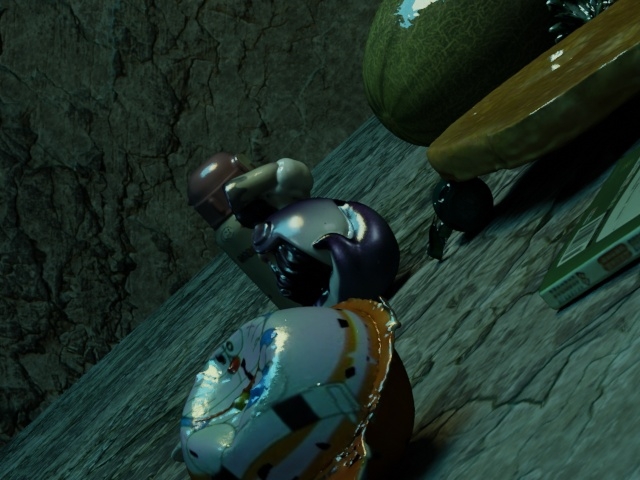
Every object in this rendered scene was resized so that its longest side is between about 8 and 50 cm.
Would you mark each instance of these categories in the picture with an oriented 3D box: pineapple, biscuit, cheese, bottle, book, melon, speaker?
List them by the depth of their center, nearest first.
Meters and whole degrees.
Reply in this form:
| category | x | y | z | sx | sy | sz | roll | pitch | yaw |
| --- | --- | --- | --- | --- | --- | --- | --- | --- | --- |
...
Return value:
| category | x | y | z | sx | sy | sz | roll | pitch | yaw |
| --- | --- | --- | --- | --- | --- | --- | --- | --- | --- |
| cheese | -0.011 | 0.153 | 1.223 | 0.217 | 0.129 | 0.329 | -47 | 23 | 19 |
| book | 0.286 | -0.065 | 1.257 | 0.264 | 0.027 | 0.202 | -38 | 7 | 43 |
| biscuit | 0.288 | -0.175 | 1.707 | 0.385 | 0.062 | 0.365 | -36 | 7 | -14 |
| speaker | 0.136 | -0.029 | 1.790 | 0.094 | 0.060 | 0.075 | -43 | 5 | 3 |
| pineapple | 0.348 | -0.282 | 1.962 | 0.221 | 0.103 | 0.083 | -33 | 25 | 57 |
| bottle | -0.069 | -0.010 | 2.141 | 0.110 | 0.233 | 0.110 | -42 | 7 | 6 |
| melon | 0.187 | -0.250 | 2.141 | 0.302 | 0.237 | 0.237 | -46 | 7 | -8 |

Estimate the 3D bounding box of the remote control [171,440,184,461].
| category | x | y | z | sx | sy | sz | roll | pitch | yaw |
| --- | --- | --- | --- | --- | --- | --- | --- | --- | --- |
| remote control | -0.045 | 0.162 | 1.725 | 0.313 | 0.055 | 0.109 | -27 | 23 | 53 |

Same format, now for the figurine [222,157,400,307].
| category | x | y | z | sx | sy | sz | roll | pitch | yaw |
| --- | --- | --- | --- | --- | --- | --- | --- | --- | --- |
| figurine | 0.000 | 0.000 | 1.912 | 0.145 | 0.222 | 0.145 | -25 | -35 | -19 |
